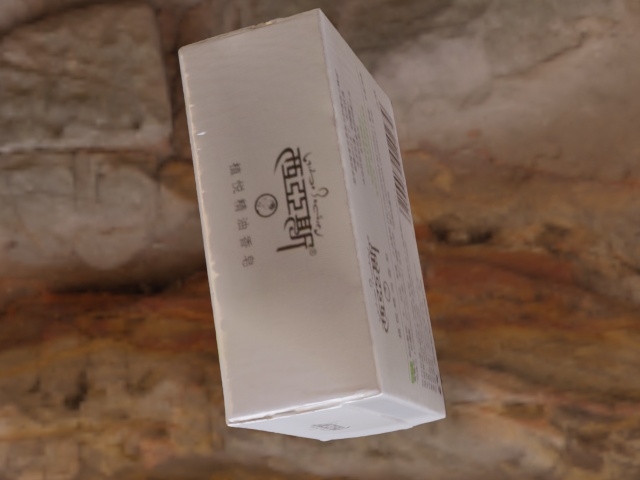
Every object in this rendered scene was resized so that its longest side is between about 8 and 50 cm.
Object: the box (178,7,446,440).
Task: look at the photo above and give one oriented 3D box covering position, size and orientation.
[{"bbox_3d":[0.000,0.000,0.856,0.111,0.260,0.194,-11,164,15],"label":"box"}]
